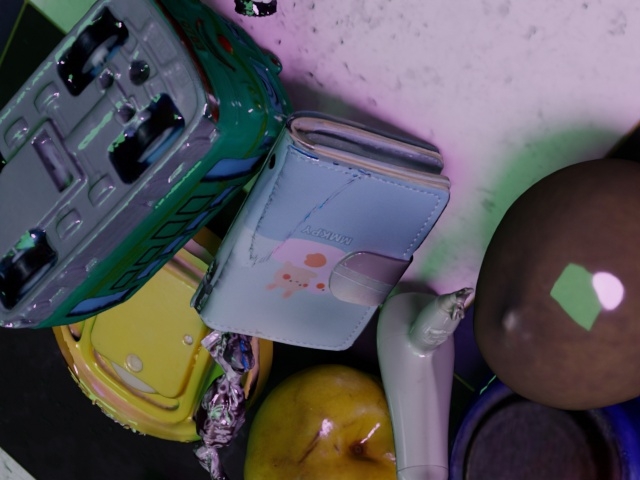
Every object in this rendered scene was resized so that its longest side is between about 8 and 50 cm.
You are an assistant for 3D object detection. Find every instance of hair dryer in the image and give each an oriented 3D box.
[{"bbox_3d":[0.105,0.115,1.169,0.075,0.206,0.237,2,151,-8],"label":"hair dryer"}]

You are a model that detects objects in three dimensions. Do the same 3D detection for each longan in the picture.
[{"bbox_3d":[0.227,0.037,1.078,0.196,0.196,0.220,29,114,15],"label":"longan"}]

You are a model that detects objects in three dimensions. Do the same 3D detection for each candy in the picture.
[{"bbox_3d":[-0.103,0.175,1.356,0.051,0.094,0.226,1,131,-15],"label":"candy"}]

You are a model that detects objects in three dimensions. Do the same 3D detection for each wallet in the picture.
[{"bbox_3d":[0.000,0.000,1.231,0.176,0.075,0.250,13,133,-21],"label":"wallet"}]

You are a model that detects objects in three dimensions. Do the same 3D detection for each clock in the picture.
[{"bbox_3d":[-0.173,0.084,1.447,0.277,0.071,0.293,37,124,9],"label":"clock"}]

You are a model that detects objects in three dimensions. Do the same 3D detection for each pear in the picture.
[{"bbox_3d":[0.014,0.226,1.346,0.200,0.200,0.200,16,126,24],"label":"pear"}]

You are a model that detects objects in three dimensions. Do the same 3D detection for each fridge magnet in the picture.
[{"bbox_3d":[0.221,0.217,1.189,0.265,0.112,0.265,-13,70,41],"label":"fridge magnet"}]

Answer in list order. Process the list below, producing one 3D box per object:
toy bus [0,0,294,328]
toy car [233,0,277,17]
[{"bbox_3d":[-0.184,-0.076,1.231,0.343,0.199,0.183,-42,69,27],"label":"toy bus"},{"bbox_3d":[-0.059,-0.266,1.062,0.080,0.070,0.171,11,122,26],"label":"toy car"}]
